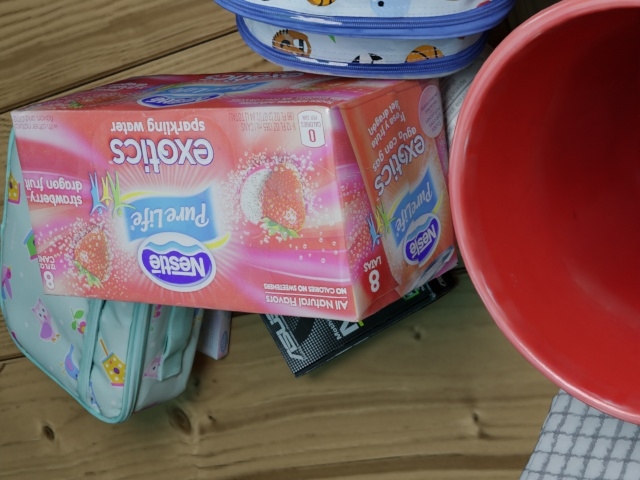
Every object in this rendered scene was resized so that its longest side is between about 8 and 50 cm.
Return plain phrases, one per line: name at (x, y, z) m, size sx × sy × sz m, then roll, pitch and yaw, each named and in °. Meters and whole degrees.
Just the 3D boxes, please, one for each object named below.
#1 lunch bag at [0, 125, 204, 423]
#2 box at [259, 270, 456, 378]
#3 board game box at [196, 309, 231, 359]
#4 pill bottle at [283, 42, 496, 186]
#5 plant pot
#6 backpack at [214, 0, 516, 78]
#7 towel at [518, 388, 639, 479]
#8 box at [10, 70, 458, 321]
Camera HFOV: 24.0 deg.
lunch bag at (-0.196, 0.015, 1.383) m, size 0.224 × 0.108 × 0.279 m, roll 38°, pitch 130°, yaw 35°
box at (0.000, 0.000, 1.306) m, size 0.184 × 0.045 × 0.191 m, roll -32°, pitch 86°, yaw 38°
board game box at (-0.124, 0.056, 1.431) m, size 0.090 × 0.020 × 0.090 m, roll 22°, pitch 118°, yaw 30°
pill bottle at (0.088, -0.098, 1.151) m, size 0.229 × 0.131 × 0.131 m, roll 38°, pitch 125°, yaw 20°
plant pot at (0.257, -0.045, 0.975) m, size 0.275 × 0.243 × 0.275 m, roll 13°, pitch 113°, yaw 32°
backpack at (0.028, -0.226, 1.023) m, size 0.276 × 0.263 × 0.213 m, roll -1°, pitch 116°, yaw 7°
towel at (0.253, 0.204, 1.067) m, size 0.235 × 0.284 × 0.121 m, roll -4°, pitch 142°, yaw 43°
box at (-0.066, -0.038, 1.107) m, size 0.300 × 0.142 × 0.154 m, roll 4°, pitch 108°, yaw 36°
